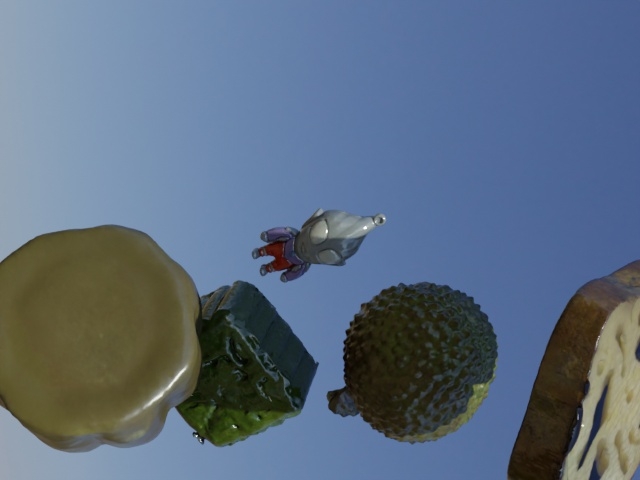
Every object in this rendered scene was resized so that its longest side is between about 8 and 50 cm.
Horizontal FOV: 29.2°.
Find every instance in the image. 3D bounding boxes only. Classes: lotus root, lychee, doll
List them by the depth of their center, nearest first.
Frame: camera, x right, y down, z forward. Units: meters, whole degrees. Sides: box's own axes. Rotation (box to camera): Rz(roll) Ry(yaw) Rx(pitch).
[{"bbox_3d":[0.390,0.197,1.671,0.111,0.390,0.375,27,-26,32],"label":"lotus root"},{"bbox_3d":[0.000,0.000,1.973,0.075,0.228,0.102,-68,138,-65],"label":"doll"},{"bbox_3d":[0.161,0.209,2.072,0.320,0.270,0.270,105,-27,-57],"label":"lychee"}]

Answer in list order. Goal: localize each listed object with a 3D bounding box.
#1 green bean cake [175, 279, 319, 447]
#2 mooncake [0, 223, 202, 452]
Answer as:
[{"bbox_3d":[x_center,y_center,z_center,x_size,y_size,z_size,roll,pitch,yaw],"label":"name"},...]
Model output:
[{"bbox_3d":[-0.165,0.226,2.216,0.250,0.247,0.156,53,32,-18],"label":"green bean cake"},{"bbox_3d":[-0.370,0.168,2.025,0.201,0.379,0.378,88,-11,-67],"label":"mooncake"}]
